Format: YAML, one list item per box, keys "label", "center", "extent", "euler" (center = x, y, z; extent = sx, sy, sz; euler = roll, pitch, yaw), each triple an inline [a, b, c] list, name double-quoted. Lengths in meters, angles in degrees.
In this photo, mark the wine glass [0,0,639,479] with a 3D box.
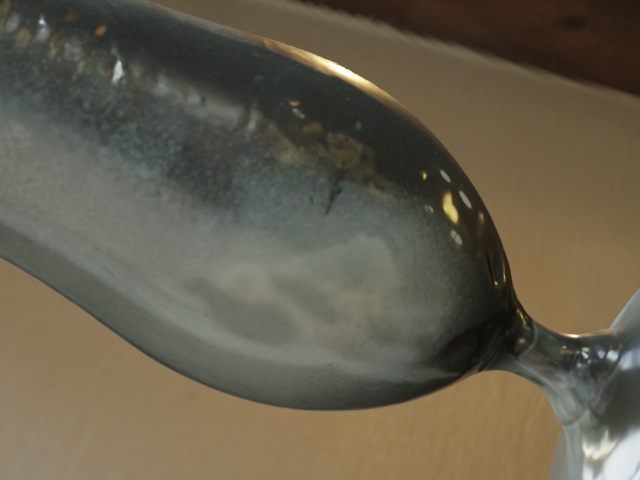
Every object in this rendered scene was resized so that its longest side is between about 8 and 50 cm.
- label: "wine glass"
  center: [0.000, 0.000, 0.488]
  extent: [0.222, 0.103, 0.103]
  euler: [26, -49, -8]
